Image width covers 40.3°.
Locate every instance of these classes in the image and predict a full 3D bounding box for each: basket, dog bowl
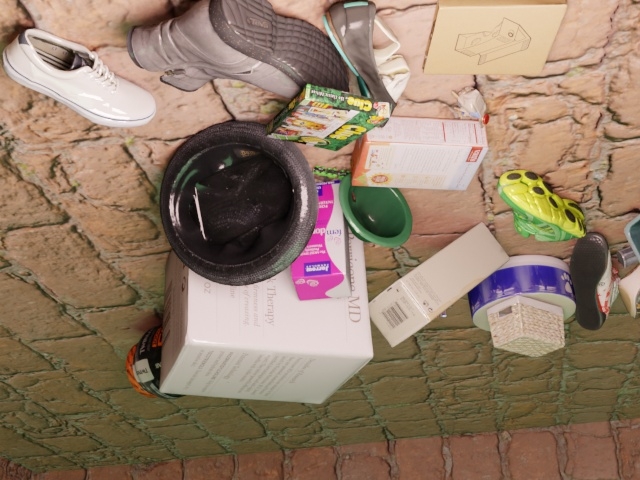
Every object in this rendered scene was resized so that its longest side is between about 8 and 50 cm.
[{"bbox_3d":[0.504,0.212,2.123,0.167,0.103,0.113,15,148,-31],"label":"basket"},{"bbox_3d":[0.507,0.140,2.210,0.265,0.104,0.265,-2,152,-1],"label":"dog bowl"}]

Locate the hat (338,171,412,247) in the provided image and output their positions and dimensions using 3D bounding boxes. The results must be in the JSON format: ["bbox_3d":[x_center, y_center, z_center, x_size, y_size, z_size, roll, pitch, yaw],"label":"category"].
[{"bbox_3d":[0.073,-0.025,1.787,0.208,0.173,0.183,14,146,-32],"label":"hat"}]

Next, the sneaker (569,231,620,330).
[{"bbox_3d":[0.671,0.072,2.119,0.090,0.145,0.270,9,124,31],"label":"sneaker"}]

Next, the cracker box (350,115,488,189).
[{"bbox_3d":[0.183,-0.164,1.652,0.232,0.067,0.155,3,152,-8],"label":"cracker box"}]

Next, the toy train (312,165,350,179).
[{"bbox_3d":[0.022,-0.134,1.748,0.083,0.017,0.024,8,161,-19],"label":"toy train"}]

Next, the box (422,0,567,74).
[{"bbox_3d":[0.275,-0.325,1.404,0.201,0.021,0.164,0,152,-3],"label":"box"}]

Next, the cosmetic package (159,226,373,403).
[{"bbox_3d":[-0.132,0.151,1.939,0.394,0.329,0.327,7,150,-18],"label":"cosmetic package"}]

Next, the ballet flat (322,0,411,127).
[{"bbox_3d":[0.091,-0.279,1.406,0.096,0.095,0.280,-21,149,9],"label":"ballet flat"}]

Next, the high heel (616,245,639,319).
[{"bbox_3d":[0.808,0.082,2.077,0.186,0.093,0.261,-22,133,1],"label":"high heel"}]

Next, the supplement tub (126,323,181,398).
[{"bbox_3d":[-0.352,0.304,2.338,0.338,0.207,0.207,-24,145,34],"label":"supplement tub"}]

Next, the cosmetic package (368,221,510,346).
[{"bbox_3d":[0.259,0.094,1.922,0.309,0.113,0.160,-30,171,-38],"label":"cosmetic package"}]

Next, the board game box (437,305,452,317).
[{"bbox_3d":[0.279,0.184,2.350,0.169,0.033,0.133,-8,152,9],"label":"board game box"}]

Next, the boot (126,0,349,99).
[{"bbox_3d":[-0.122,-0.281,1.389,0.223,0.118,0.338,-11,152,36],"label":"boot"}]

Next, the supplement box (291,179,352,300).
[{"bbox_3d":[0.000,0.000,1.780,0.111,0.220,0.114,-6,152,5],"label":"supplement box"}]

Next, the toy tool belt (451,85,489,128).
[{"bbox_3d":[0.265,-0.238,1.550,0.051,0.052,0.083,17,162,35],"label":"toy tool belt"}]

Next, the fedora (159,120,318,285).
[{"bbox_3d":[-0.135,-0.072,1.655,0.334,0.334,0.152,-18,179,26],"label":"fedora"}]

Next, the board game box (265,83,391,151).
[{"bbox_3d":[0.006,-0.192,1.403,0.136,0.030,0.260,8,172,-15],"label":"board game box"}]

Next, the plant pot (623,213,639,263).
[{"bbox_3d":[0.859,0.003,1.857,0.252,0.247,0.248,-11,156,-24],"label":"plant pot"}]

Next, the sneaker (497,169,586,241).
[{"bbox_3d":[0.453,-0.053,1.838,0.123,0.109,0.295,-28,143,33],"label":"sneaker"}]

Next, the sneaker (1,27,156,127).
[{"bbox_3d":[-0.374,-0.257,1.400,0.258,0.094,0.091,18,150,-32],"label":"sneaker"}]
